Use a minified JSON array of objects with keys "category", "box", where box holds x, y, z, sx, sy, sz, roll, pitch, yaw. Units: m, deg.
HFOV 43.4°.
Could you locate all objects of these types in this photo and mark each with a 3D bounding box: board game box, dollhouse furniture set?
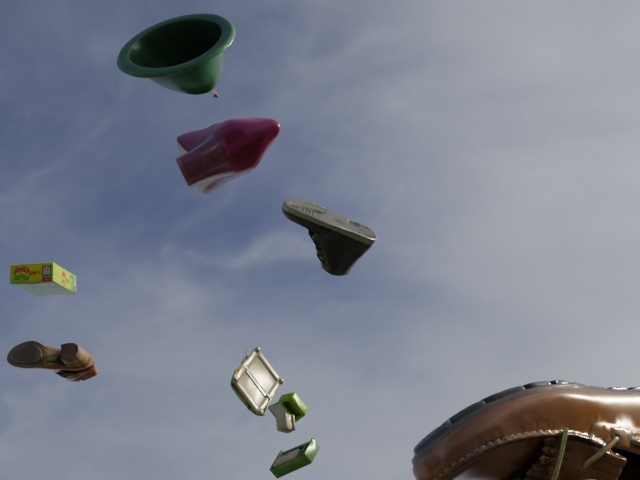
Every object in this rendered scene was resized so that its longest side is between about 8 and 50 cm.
[{"category":"board game box","box":[-0.616,0.088,1.797,0.092,0.043,0.181,-4,-12,-2]},{"category":"dollhouse furniture set","box":[-0.068,0.208,0.968,0.059,0.076,0.151,-30,-78,30]}]

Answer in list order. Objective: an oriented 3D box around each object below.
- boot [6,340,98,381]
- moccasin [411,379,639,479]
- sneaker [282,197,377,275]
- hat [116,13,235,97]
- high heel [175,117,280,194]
[{"category":"boot","box":[-0.669,0.314,2.021,0.197,0.072,0.152,-1,-30,7]},{"category":"moccasin","box":[0.265,0.239,0.862,0.380,0.146,0.139,10,-40,-35]},{"category":"sneaker","box":[0.000,0.000,1.675,0.222,0.083,0.118,23,-67,-24]},{"category":"hat","box":[-0.190,-0.231,1.237,0.208,0.173,0.183,-47,-39,-33]},{"category":"high heel","box":[-0.166,-0.167,1.491,0.181,0.377,0.127,-25,-75,-3]}]
